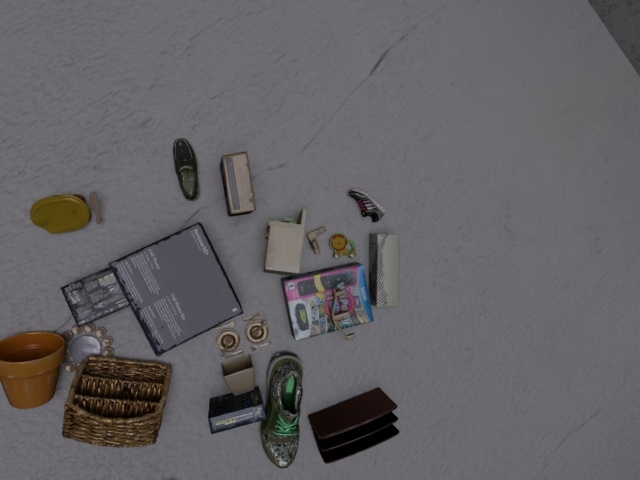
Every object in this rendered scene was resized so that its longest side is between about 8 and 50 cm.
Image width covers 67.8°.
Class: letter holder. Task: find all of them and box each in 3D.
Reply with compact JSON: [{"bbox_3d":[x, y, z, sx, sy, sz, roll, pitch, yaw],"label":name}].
[{"bbox_3d":[0.134,0.687,1.732,0.301,0.214,0.152,-18,94,-12],"label":"letter holder"}]

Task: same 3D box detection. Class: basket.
[{"bbox_3d":[-0.660,0.523,1.554,0.299,0.213,0.223,12,92,-13],"label":"basket"}]

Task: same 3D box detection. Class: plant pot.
[{"bbox_3d":[-0.929,0.422,1.523,0.205,0.205,0.188,3,105,-12],"label":"plant pot"},{"bbox_3d":[-0.286,0.487,1.700,0.109,0.109,0.096,-16,104,-12],"label":"plant pot"}]

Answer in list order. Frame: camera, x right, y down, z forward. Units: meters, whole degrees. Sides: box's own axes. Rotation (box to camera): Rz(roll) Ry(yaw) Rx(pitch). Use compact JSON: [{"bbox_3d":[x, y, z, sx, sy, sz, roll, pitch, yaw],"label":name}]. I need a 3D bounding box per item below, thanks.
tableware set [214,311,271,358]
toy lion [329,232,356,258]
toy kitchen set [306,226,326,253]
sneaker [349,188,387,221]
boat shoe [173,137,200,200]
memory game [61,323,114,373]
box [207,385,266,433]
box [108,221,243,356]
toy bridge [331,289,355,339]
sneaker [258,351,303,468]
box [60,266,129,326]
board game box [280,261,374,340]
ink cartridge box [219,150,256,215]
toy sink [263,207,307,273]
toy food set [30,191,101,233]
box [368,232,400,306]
[{"bbox_3d":[-0.282,0.351,1.729,0.194,0.039,0.128,-16,94,-12],"label":"tableware set"},{"bbox_3d":[0.082,0.021,1.810,0.100,0.034,0.096,-1,83,-12],"label":"toy lion"},{"bbox_3d":[0.000,0.000,1.771,0.075,0.068,0.083,-24,96,-11],"label":"toy kitchen set"},{"bbox_3d":[0.172,-0.129,1.809,0.170,0.063,0.075,35,77,-15],"label":"sneaker"},{"bbox_3d":[-0.467,-0.251,1.665,0.080,0.073,0.224,-10,93,-12],"label":"boat shoe"},{"bbox_3d":[-0.805,0.372,1.631,0.186,0.012,0.186,0,90,-12],"label":"memory game"},{"bbox_3d":[-0.287,0.575,1.631,0.183,0.232,0.059,-12,91,-12],"label":"box"},{"bbox_3d":[-0.475,0.155,1.615,0.312,0.179,0.343,-25,96,-10],"label":"box"},{"bbox_3d":[0.073,0.269,1.715,0.063,0.026,0.188,-16,95,-10],"label":"toy bridge"},{"bbox_3d":[-0.132,0.618,1.690,0.158,0.182,0.410,1,91,-12],"label":"sneaker"},{"bbox_3d":[-0.747,0.186,1.603,0.180,0.077,0.147,-25,91,-11],"label":"box"},{"bbox_3d":[0.025,0.220,1.766,0.303,0.097,0.224,-12,94,-12],"label":"board game box"},{"bbox_3d":[-0.285,-0.184,1.623,0.088,0.234,0.193,-10,92,-13],"label":"ink cartridge box"},{"bbox_3d":[-0.132,0.000,1.691,0.131,0.153,0.234,8,82,-8],"label":"toy sink"},{"bbox_3d":[-0.844,-0.101,1.596,0.217,0.071,0.128,-11,117,-10],"label":"toy food set"},{"bbox_3d":[0.241,0.110,1.803,0.094,0.113,0.275,0,89,-11],"label":"box"}]
